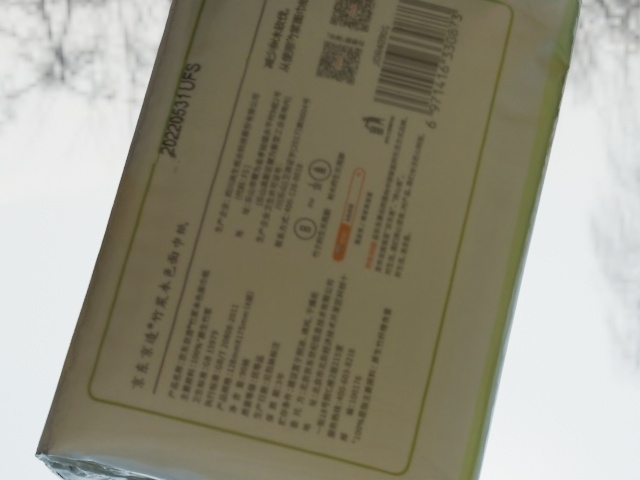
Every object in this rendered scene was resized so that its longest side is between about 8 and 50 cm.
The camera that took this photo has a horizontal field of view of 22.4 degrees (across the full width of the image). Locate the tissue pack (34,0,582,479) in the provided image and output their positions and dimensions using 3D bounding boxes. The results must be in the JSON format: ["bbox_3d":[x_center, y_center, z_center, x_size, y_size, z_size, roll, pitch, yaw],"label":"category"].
[{"bbox_3d":[0.000,0.000,0.642,0.159,0.234,0.125,13,163,1],"label":"tissue pack"}]
